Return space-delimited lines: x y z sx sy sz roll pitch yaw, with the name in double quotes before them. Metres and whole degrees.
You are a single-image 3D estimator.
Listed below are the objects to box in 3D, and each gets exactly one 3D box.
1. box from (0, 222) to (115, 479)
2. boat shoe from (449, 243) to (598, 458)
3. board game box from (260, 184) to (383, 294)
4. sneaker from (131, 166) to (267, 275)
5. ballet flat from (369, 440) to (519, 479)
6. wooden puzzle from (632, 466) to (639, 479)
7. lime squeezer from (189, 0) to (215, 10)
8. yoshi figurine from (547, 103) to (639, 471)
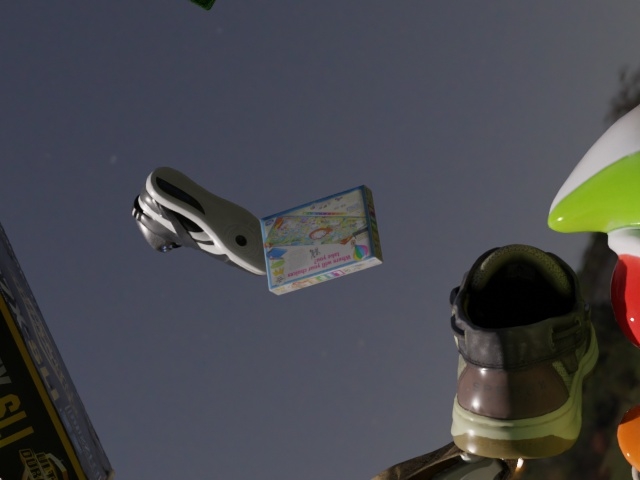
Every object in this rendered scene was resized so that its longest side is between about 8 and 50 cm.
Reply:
"box" -0.307 0.117 1.369 0.079 0.322 0.257 -25 0 -4
"boat shoe" 0.106 0.038 0.722 0.223 0.080 0.073 -60 -28 -69
"board game box" 0.000 0.000 1.796 0.026 0.154 0.104 34 -137 -58
"sneaker" -0.168 -0.007 1.970 0.121 0.217 0.079 -49 5 48
"ballet flat" 0.114 0.256 1.432 0.206 0.073 0.067 -34 16 13
"wooden puzzle" 0.423 0.159 1.234 0.239 0.221 0.044 -58 20 18
"lime squeezer" -0.201 -0.208 0.819 0.059 0.110 0.310 -46 -35 19
"yoshi figurine" 0.236 0.034 0.582 0.203 0.203 0.362 163 106 -66
